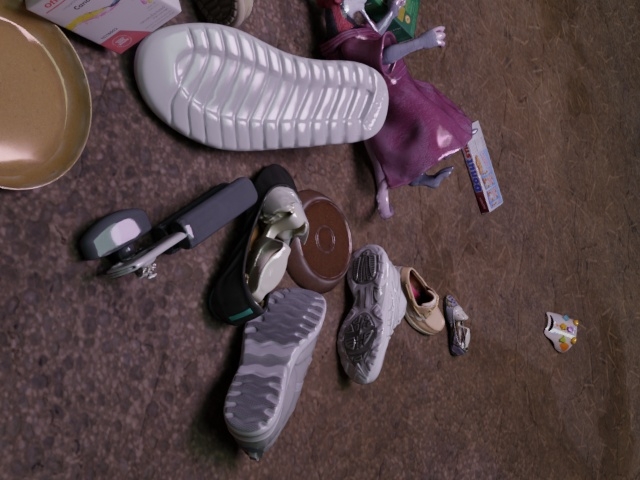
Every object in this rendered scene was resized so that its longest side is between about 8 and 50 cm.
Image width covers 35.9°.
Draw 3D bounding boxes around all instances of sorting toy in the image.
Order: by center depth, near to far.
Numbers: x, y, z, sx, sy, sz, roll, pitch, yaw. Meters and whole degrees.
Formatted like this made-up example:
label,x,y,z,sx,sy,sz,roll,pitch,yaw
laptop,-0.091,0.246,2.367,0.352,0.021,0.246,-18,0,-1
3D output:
label,x,y,z,sx,sy,sz,roll,pitch,yaw
sorting toy,0.512,0.189,2.126,0.075,0.045,0.083,24,63,-24

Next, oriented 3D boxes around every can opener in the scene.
label,x,y,z,sx,sy,sz,roll,pitch,yaw
can opener,-0.191,-0.025,1.313,0.280,0.074,0.093,-33,107,-48

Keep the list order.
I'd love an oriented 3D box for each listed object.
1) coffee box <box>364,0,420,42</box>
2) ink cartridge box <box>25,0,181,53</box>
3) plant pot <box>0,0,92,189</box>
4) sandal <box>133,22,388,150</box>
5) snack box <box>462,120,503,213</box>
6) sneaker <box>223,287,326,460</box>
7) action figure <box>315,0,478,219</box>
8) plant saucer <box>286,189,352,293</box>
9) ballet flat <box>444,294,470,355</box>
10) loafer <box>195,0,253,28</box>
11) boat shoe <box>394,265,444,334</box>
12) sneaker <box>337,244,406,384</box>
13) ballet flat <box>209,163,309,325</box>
label,x,y,z,sx,sy,sz,roll,pitch,yaw
coffee box,0.111,-0.454,1.779,0.184,0.040,0.113,33,59,-42
ink cartridge box,-0.282,-0.313,1.206,0.198,0.115,0.067,19,50,-53
plant pot,-0.376,-0.174,1.161,0.236,0.032,0.236,12,74,-48
sandal,-0.088,-0.210,1.452,0.416,0.102,0.169,7,95,-33
snack box,0.320,-0.147,1.975,0.064,0.022,0.178,-31,106,-49
sneaker,-0.070,0.184,1.421,0.115,0.105,0.281,90,20,-46
action figure,0.096,-0.267,1.666,0.370,0.276,0.248,48,10,-12
plant saucer,0.000,0.000,1.567,0.168,0.029,0.168,14,71,-48
ballet flat,0.257,0.156,1.827,0.041,0.041,0.114,-3,84,-50
loafer,-0.143,-0.439,1.432,0.092,0.102,0.268,-15,92,-47
boat shoe,0.176,0.107,1.726,0.170,0.059,0.063,47,50,-33
sneaker,0.099,0.129,1.612,0.115,0.090,0.232,32,60,-45
ballet flat,-0.069,0.002,1.432,0.095,0.096,0.280,42,53,-35
